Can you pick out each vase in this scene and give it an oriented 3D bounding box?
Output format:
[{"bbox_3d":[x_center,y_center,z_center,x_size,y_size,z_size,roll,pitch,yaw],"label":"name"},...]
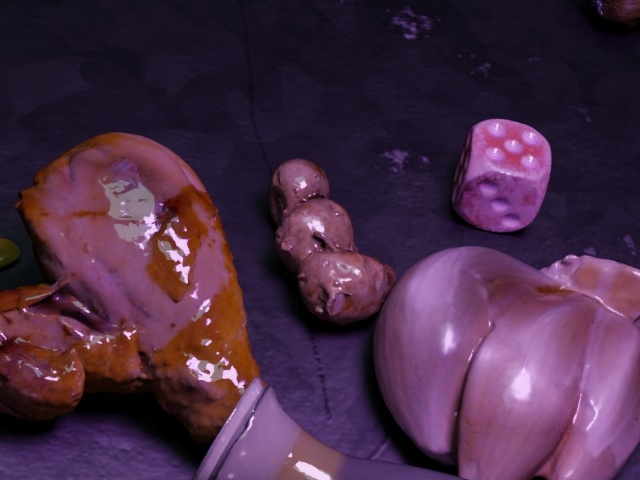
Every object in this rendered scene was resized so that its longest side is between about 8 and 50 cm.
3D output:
[{"bbox_3d":[0.054,0.240,1.169,0.321,0.173,0.173,29,46,1],"label":"vase"}]

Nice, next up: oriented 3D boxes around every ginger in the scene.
[{"bbox_3d":[0.000,0.000,1.480,0.104,0.080,0.204,-8,48,-30],"label":"ginger"}]

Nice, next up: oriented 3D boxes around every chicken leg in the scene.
[{"bbox_3d":[-0.167,0.104,1.307,0.295,0.182,0.409,-30,76,-25],"label":"chicken leg"}]

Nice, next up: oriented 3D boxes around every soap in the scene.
[{"bbox_3d":[-0.331,0.023,1.412,0.034,0.012,0.089,38,49,21],"label":"soap"}]

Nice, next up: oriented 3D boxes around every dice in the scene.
[{"bbox_3d":[0.198,-0.070,1.593,0.091,0.093,0.094,14,44,-3],"label":"dice"}]

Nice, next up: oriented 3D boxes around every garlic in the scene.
[{"bbox_3d":[0.186,0.111,1.395,0.279,0.132,0.325,28,40,23],"label":"garlic"}]

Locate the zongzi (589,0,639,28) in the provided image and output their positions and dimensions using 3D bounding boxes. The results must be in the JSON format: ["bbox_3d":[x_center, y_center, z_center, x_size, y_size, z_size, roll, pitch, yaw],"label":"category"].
[{"bbox_3d":[0.483,-0.317,1.900,0.242,0.112,0.221,34,46,16],"label":"zongzi"}]
